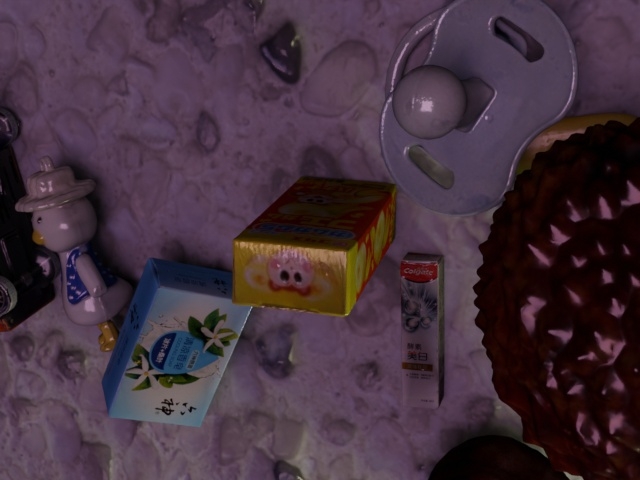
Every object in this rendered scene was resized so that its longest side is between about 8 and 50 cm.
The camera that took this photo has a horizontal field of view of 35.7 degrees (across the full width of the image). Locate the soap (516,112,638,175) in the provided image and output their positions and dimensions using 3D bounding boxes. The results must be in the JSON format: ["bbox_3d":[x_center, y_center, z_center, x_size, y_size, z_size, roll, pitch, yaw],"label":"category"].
[{"bbox_3d":[0.321,-0.115,1.229,0.168,0.033,0.089,5,107,15],"label":"soap"}]

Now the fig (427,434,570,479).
[{"bbox_3d":[0.212,0.419,1.372,0.217,0.217,0.321,30,132,5],"label":"fig"}]

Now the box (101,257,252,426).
[{"bbox_3d":[-0.206,0.149,1.413,0.142,0.083,0.232,12,115,-27],"label":"box"}]

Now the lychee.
[{"bbox_3d":[0.397,0.095,1.068,0.500,0.424,0.424,46,114,10],"label":"lychee"}]

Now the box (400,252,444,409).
[{"bbox_3d":[0.140,0.125,1.360,0.055,0.039,0.218,2,108,17],"label":"box"}]

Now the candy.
[{"bbox_3d":[0.000,0.000,1.230,0.146,0.276,0.088,7,111,15],"label":"candy"}]

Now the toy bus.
[{"bbox_3d":[-0.502,-0.038,1.436,0.153,0.143,0.329,-5,109,22],"label":"toy bus"}]

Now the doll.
[{"bbox_3d":[-0.349,0.019,1.426,0.119,0.138,0.293,-21,108,-20],"label":"doll"}]

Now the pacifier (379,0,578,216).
[{"bbox_3d":[0.152,-0.169,1.162,0.238,0.226,0.287,45,114,18],"label":"pacifier"}]
